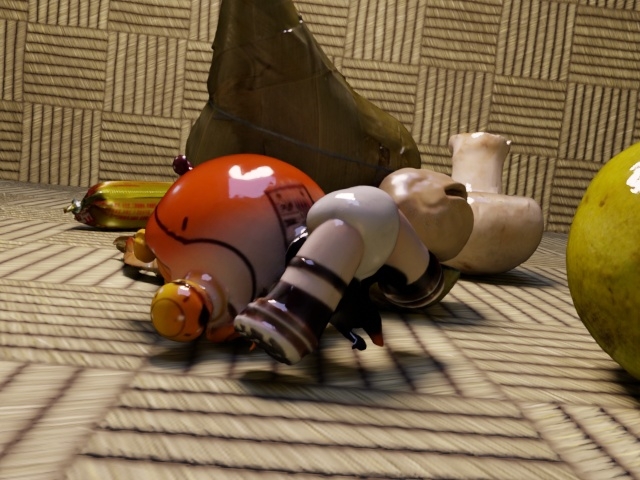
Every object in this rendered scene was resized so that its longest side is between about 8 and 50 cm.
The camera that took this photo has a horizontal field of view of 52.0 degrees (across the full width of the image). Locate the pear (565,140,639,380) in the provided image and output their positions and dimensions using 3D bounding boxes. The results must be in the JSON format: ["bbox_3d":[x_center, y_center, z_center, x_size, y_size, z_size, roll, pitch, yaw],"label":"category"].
[{"bbox_3d":[0.395,0.033,0.638,0.287,0.287,0.375,6,26,6],"label":"pear"}]

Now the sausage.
[{"bbox_3d":[-0.442,-0.079,1.509,0.125,0.117,0.317,-8,-1,34],"label":"sausage"}]

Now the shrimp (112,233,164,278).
[{"bbox_3d":[-0.250,0.024,1.031,0.267,0.061,0.145,14,19,39],"label":"shrimp"}]

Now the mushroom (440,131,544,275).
[{"bbox_3d":[0.311,-0.076,1.352,0.297,0.290,0.297,5,5,0],"label":"mushroom"}]

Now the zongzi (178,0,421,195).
[{"bbox_3d":[0.009,-0.204,0.899,0.356,0.393,0.174,-3,34,-29],"label":"zongzi"}]

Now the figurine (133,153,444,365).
[{"bbox_3d":[-0.056,0.007,0.715,0.323,0.196,0.320,12,18,40],"label":"figurine"}]

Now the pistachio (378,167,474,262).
[{"bbox_3d":[0.147,-0.031,0.939,0.152,0.126,0.223,-27,-23,24],"label":"pistachio"}]

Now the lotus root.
[{"bbox_3d":[0.093,0.059,0.942,0.203,0.078,0.183,11,-5,8],"label":"lotus root"}]
